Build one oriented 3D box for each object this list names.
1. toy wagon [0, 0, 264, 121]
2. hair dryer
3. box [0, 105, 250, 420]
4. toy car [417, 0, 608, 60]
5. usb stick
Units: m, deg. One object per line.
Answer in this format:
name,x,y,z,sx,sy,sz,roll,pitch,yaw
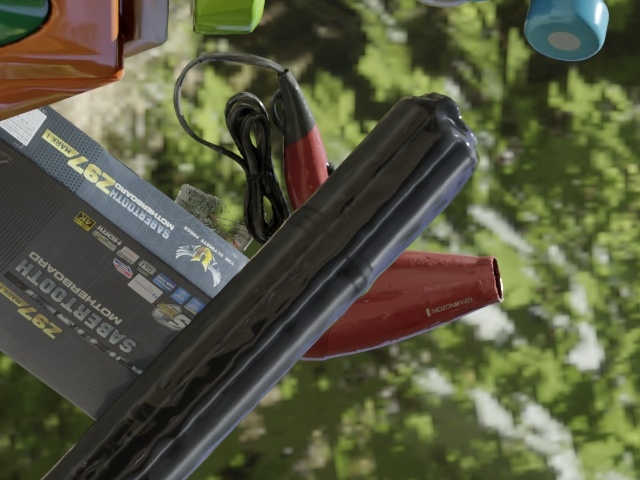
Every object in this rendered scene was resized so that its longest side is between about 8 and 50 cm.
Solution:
toy wagon,-0.146,-0.083,0.525,0.344,0.267,0.068,108,-19,-72
hair dryer,0.000,0.000,1.492,0.080,0.293,0.223,-81,-163,-47
box,-0.192,0.008,1.410,0.232,0.059,0.183,39,-46,-12
toy car,0.150,-0.272,1.846,0.238,0.210,0.219,-25,-137,53
usb stick,-0.038,0.048,0.810,0.045,0.278,0.077,44,-12,-4
